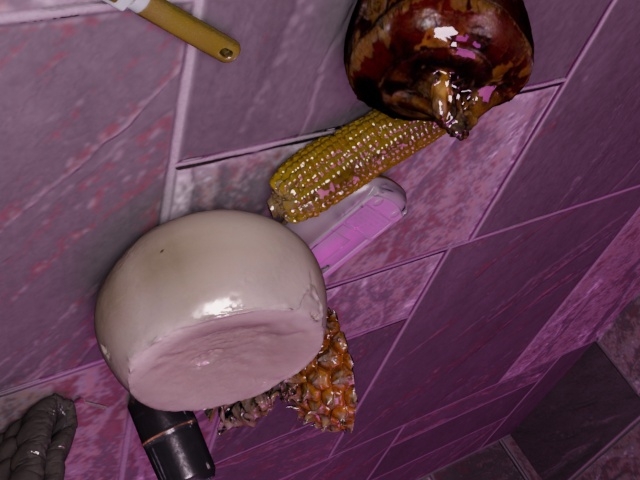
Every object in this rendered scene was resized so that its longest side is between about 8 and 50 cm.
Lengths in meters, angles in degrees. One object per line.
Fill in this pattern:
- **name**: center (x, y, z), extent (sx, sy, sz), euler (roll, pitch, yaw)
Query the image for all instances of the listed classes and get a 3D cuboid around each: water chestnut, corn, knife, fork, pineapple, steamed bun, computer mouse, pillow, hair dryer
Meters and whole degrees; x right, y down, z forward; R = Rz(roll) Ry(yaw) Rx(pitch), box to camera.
- **water chestnut**: center (0.136, -0.221, 0.973), extent (0.223, 0.238, 0.224), euler (4, 160, 1)
- **corn**: center (0.061, -0.127, 1.185), extent (0.319, 0.097, 0.097), euler (-31, 152, -8)
- **knife**: center (-0.187, -0.252, 0.800), extent (0.061, 0.027, 0.343), euler (-40, 149, 22)
- **fork**: center (-0.402, 0.285, 1.453), extent (0.016, 0.012, 0.115), euler (-32, 157, 6)
- **pineapple**: center (-0.092, 0.268, 1.560), extent (0.271, 0.263, 0.262), euler (-9, 146, -16)
- **steamed bun**: center (-0.154, 0.089, 1.175), extent (0.324, 0.206, 0.324), euler (-14, 147, -9)
- **computer mouse**: center (0.000, 0.000, 1.346), extent (0.310, 0.072, 0.158), euler (-40, 149, 14)
- **pillow**: center (-0.481, 0.394, 1.260), extent (0.228, 0.326, 0.101), euler (-37, 119, 9)
- **hair dryer**: center (-0.283, 0.405, 1.619), extent (0.107, 0.189, 0.352), euler (-22, 164, -16)
